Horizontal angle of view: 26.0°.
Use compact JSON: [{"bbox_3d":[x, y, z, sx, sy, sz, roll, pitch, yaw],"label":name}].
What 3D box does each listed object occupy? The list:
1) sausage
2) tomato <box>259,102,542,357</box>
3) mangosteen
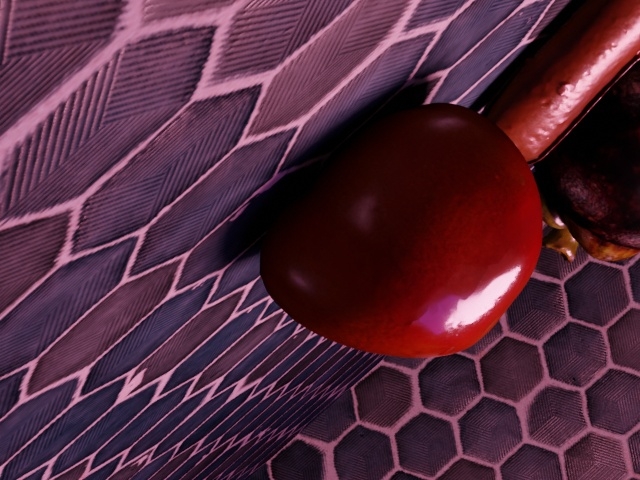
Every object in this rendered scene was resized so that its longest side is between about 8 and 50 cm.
[{"bbox_3d":[0.308,-0.219,1.624,0.330,0.102,0.102,-46,169,27],"label":"sausage"},{"bbox_3d":[0.095,0.004,1.390,0.298,0.226,0.298,-39,167,-11],"label":"tomato"},{"bbox_3d":[0.406,-0.126,1.801,0.297,0.297,0.313,-39,-176,-12],"label":"mangosteen"}]
